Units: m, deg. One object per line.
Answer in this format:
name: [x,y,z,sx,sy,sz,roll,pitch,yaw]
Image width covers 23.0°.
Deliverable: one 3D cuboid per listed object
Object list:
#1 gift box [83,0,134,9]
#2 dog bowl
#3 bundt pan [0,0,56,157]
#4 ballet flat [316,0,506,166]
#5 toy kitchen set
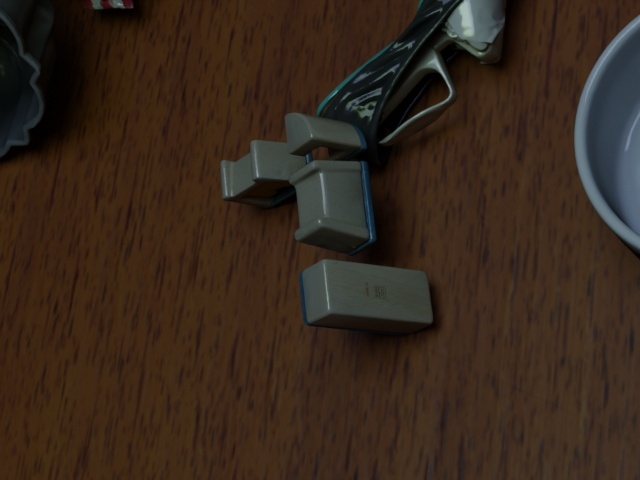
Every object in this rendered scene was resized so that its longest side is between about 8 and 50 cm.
gift box: [-0.288,-0.410,1.716,0.276,0.258,0.255,11,75,31]
dog bowl: [0.358,-0.085,1.343,0.265,0.104,0.264,-10,67,25]
bundt pan: [-0.428,-0.240,1.699,0.331,0.331,0.124,-1,49,27]
ballet flat: [0.117,-0.183,1.525,0.096,0.095,0.280,46,104,23]
toy kitchen set: [0.000,0.000,1.508,0.166,0.122,0.207,-29,60,49]
